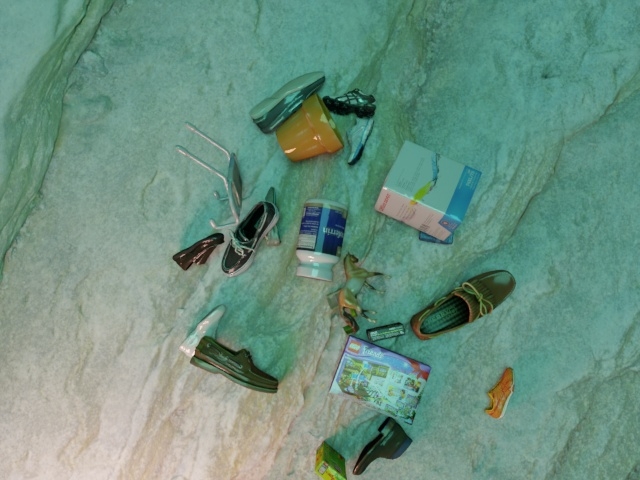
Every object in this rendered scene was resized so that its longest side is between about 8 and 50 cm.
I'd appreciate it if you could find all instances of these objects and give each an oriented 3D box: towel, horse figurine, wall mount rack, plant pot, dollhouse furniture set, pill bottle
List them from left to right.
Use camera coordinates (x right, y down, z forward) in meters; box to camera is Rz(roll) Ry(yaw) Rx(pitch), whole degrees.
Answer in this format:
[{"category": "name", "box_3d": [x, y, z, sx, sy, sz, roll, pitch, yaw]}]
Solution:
[{"category": "wall mount rack", "box_3d": [-0.341, -0.217, 1.425, 0.131, 0.350, 0.304, -12, 125, -1]}, {"category": "plant pot", "box_3d": [-0.046, -0.373, 1.531, 0.188, 0.205, 0.205, -26, 83, 13]}, {"category": "pill bottle", "box_3d": [0.000, 0.000, 1.495, 0.153, 0.153, 0.264, 9, 84, 2]}, {"category": "dollhouse furniture set", "box_3d": [0.081, 0.245, 1.528, 0.076, 0.058, 0.151, -26, 64, 5]}, {"category": "horse figurine", "box_3d": [0.128, 0.174, 1.480, 0.175, 0.066, 0.263, 25, 64, -2]}, {"category": "towel", "box_3d": [0.408, -0.024, 1.552, 0.120, 0.029, 0.067, 9, 81, 1]}]

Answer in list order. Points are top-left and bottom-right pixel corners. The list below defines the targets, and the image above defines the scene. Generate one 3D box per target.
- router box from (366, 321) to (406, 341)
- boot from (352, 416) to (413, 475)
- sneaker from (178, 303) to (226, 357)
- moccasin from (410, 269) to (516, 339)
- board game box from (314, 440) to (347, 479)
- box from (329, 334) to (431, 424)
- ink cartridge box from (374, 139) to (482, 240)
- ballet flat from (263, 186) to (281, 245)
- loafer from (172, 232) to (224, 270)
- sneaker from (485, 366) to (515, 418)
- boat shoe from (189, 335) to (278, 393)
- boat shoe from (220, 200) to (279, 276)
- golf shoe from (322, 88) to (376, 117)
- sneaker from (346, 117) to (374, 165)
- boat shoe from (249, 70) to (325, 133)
[{"category": "router box", "box_3d": [0.219, 0.308, 1.482, 0.123, 0.092, 0.038, -13, 83, 0]}, {"category": "boot", "box_3d": [0.203, 0.699, 1.439, 0.106, 0.082, 0.219, 38, 83, 8]}, {"category": "sneaker", "box_3d": [-0.382, 0.314, 1.509, 0.094, 0.080, 0.212, 42, 92, -6]}, {"category": "moccasin", "box_3d": [0.478, 0.211, 1.462, 0.380, 0.147, 0.139, -23, 83, -2]}, {"category": "board game box", "box_3d": [0.032, 0.708, 1.390, 0.092, 0.181, 0.043, 38, 85, 5]}, {"category": "box", "box_3d": [0.200, 0.465, 1.480, 0.294, 0.057, 0.200, 21, 84, 4]}, {"category": "ink cartridge box", "box_3d": [0.349, -0.163, 1.470, 0.270, 0.198, 0.197, 25, 74, 5]}, {"category": "ballet flat", "box_3d": [-0.182, -0.085, 1.547, 0.068, 0.072, 0.213, -7, 84, -6]}, {"category": "loafer", "box_3d": [-0.408, 0.041, 1.519, 0.220, 0.080, 0.078, -25, 96, 26]}, {"category": "sneaker", "box_3d": [0.600, 0.504, 1.468, 0.068, 0.064, 0.175, 22, 81, 14]}, {"category": "boat shoe", "box_3d": [-0.269, 0.411, 1.456, 0.308, 0.111, 0.104, 24, 79, -10]}, {"category": "boat shoe", "box_3d": [-0.256, -0.003, 1.490, 0.113, 0.105, 0.306, 46, 104, 17]}, {"category": "golf shoe", "box_3d": [0.105, -0.509, 1.603, 0.198, 0.077, 0.093, 11, 72, -4]}, {"category": "sneaker", "box_3d": [0.125, -0.359, 1.586, 0.083, 0.071, 0.190, 20, 75, 10]}, {"category": "boat shoe", "box_3d": [-0.108, -0.507, 1.605, 0.320, 0.116, 0.099, -37, 127, -10]}]
